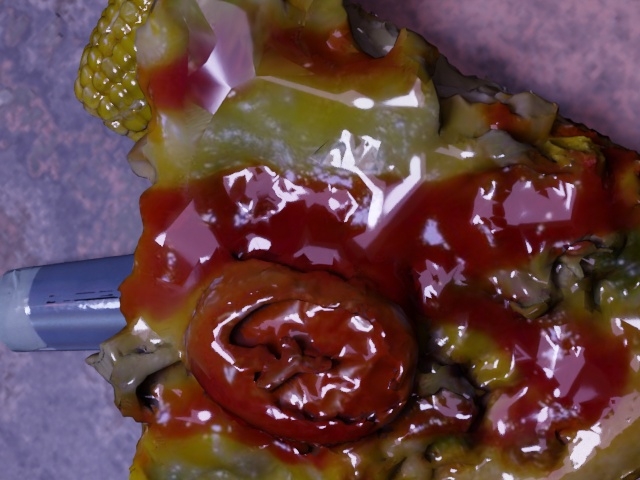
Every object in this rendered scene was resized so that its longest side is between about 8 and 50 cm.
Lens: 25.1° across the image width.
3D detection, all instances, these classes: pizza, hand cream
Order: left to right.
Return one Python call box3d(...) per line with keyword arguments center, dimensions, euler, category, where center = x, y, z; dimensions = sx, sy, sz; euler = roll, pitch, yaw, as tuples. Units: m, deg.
box3d(center=(-0.072, 0.034, 0.873), dimensions=(0.255, 0.048, 0.079), euler=(-4, 90, 10), category="hand cream")
box3d(center=(0.000, 0.000, 0.774), dimensions=(0.440, 0.130, 0.406), euler=(-30, 96, 6), category="pizza")

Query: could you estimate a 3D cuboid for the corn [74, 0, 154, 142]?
box3d(center=(-0.037, -0.191, 0.851), dimensions=(0.106, 0.106, 0.305), euler=(42, 97, 14), category="corn")
